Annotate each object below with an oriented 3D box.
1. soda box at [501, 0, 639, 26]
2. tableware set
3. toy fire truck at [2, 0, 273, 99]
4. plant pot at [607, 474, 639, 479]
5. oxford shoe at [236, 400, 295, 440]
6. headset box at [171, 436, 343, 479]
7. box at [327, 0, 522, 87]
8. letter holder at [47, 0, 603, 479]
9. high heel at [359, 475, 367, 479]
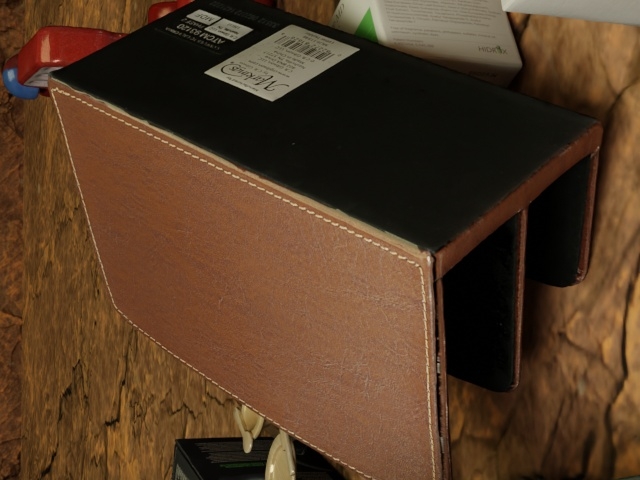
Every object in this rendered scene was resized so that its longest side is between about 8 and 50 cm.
[{"bbox_3d":[0.186,-0.204,0.511,0.286,0.098,0.091,141,127,-60],"label":"soda box"},{"bbox_3d":[-0.031,0.121,0.885,0.141,0.020,0.168,-117,40,-57],"label":"tableware set"},{"bbox_3d":[-0.197,-0.179,1.217,0.302,0.254,0.169,-175,88,-67],"label":"toy fire truck"},{"bbox_3d":[0.047,0.259,0.595,0.247,0.252,0.247,141,128,-61],"label":"plant pot"},{"bbox_3d":[-0.017,0.135,1.010,0.227,0.083,0.096,19,131,62],"label":"oxford shoe"},{"bbox_3d":[-0.035,0.325,0.937,0.283,0.131,0.246,-153,68,-65],"label":"headset box"},{"bbox_3d":[0.064,-0.126,0.784,0.101,0.102,0.087,122,145,-53],"label":"box"},{"bbox_3d":[0.000,0.000,0.724,0.302,0.152,0.214,26,138,35],"label":"letter holder"},{"bbox_3d":[0.047,0.071,0.858,0.117,0.082,0.244,-62,28,33],"label":"high heel"}]
